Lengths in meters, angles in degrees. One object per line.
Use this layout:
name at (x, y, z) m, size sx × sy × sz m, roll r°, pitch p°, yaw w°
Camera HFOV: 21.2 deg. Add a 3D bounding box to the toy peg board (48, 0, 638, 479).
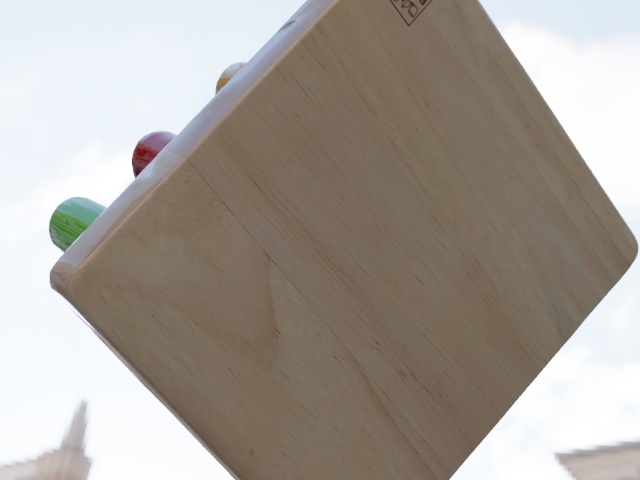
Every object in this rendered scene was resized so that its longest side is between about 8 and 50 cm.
toy peg board at (0.000, 0.000, 0.576) m, size 0.079 × 0.160 × 0.161 m, roll 23°, pitch -23°, yaw 53°
